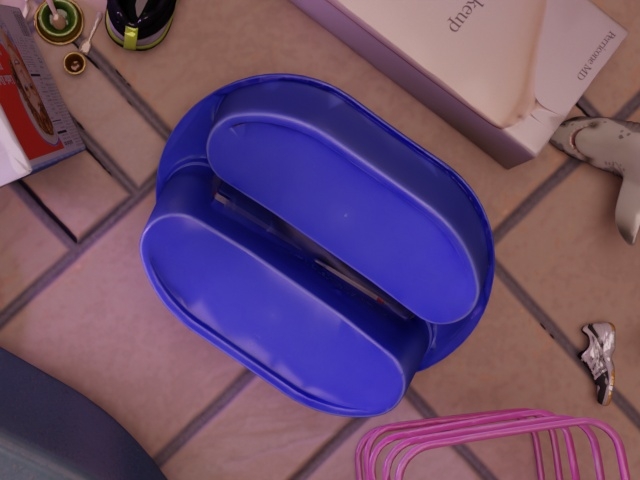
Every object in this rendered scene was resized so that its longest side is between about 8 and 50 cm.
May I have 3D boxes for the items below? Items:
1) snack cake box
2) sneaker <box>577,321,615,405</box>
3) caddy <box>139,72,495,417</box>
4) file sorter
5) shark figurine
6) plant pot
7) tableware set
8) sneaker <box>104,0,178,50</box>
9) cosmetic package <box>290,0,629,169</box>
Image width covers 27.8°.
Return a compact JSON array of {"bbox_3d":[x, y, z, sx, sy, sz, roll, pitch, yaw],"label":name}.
[{"bbox_3d":[-0.291,-0.120,1.106,0.089,0.264,0.152,-23,97,2],"label":"snack cake box"},{"bbox_3d":[0.275,0.123,1.289,0.037,0.032,0.083,0,82,7],"label":"sneaker"},{"bbox_3d":[0.000,0.000,1.192,0.341,0.179,0.241,35,107,-4],"label":"caddy"},{"bbox_3d":[0.145,0.247,1.139,0.202,0.291,0.182,-6,85,-6],"label":"file sorter"},{"bbox_3d":[0.360,-0.022,1.272,0.166,0.116,0.278,-29,82,27],"label":"shark figurine"},{"bbox_3d":[-0.257,0.257,1.109,0.252,0.247,0.247,26,95,-13],"label":"plant pot"},{"bbox_3d":[-0.295,-0.201,1.242,0.154,0.024,0.104,21,86,-5],"label":"tableware set"},{"bbox_3d":[-0.154,-0.292,1.223,0.084,0.097,0.234,6,87,-6],"label":"sneaker"},{"bbox_3d":[0.118,-0.226,1.244,0.309,0.113,0.160,36,84,-3],"label":"cosmetic package"}]
